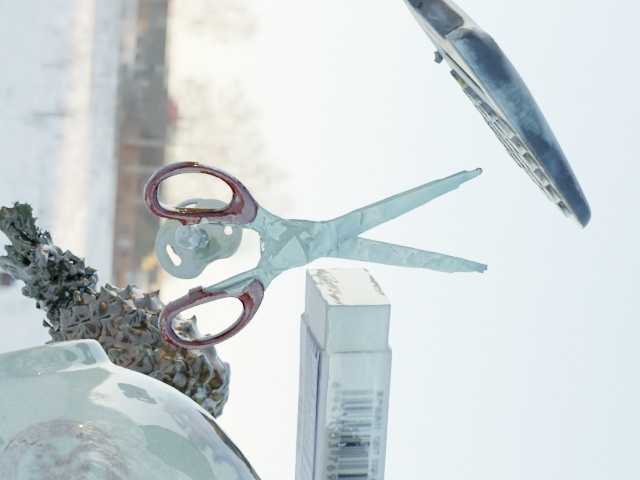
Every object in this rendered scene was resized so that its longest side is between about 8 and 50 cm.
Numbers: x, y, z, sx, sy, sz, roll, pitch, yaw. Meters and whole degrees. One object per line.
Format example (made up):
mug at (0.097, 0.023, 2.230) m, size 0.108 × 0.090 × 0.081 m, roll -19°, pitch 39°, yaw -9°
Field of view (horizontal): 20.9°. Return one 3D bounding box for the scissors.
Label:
scissors at (0.000, 0.000, 1.256) m, size 0.017 × 0.247 × 0.144 m, roll -116°, pitch -160°, yaw -66°

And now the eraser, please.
eraser at (0.024, 0.178, 1.863) m, size 0.124 × 0.081 × 0.279 m, roll -120°, pitch -149°, yaw -69°

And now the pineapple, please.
pineapple at (-0.258, 0.097, 1.968) m, size 0.361 × 0.175 × 0.175 m, roll 36°, pitch -46°, yaw 32°

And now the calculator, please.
calculator at (0.158, -0.114, 1.519) m, size 0.268 × 0.040 × 0.177 m, roll 55°, pitch 1°, yaw -37°

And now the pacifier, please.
pacifier at (-0.112, -0.007, 1.522) m, size 0.068 × 0.083 × 0.064 m, roll 61°, pitch 6°, yaw 11°

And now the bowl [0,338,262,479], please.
bowl at (-0.251, 0.197, 1.456) m, size 0.435 × 0.435 × 0.196 m, roll 132°, pitch -55°, yaw -78°
